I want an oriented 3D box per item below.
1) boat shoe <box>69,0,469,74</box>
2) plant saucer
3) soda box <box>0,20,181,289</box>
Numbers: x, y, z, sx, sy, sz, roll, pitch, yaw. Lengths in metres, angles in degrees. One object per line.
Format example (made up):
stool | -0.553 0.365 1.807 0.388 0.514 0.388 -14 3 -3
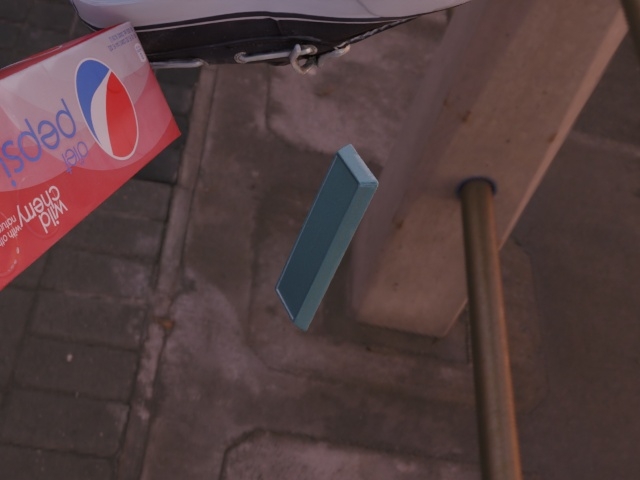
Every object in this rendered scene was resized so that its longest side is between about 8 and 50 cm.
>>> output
boat shoe | -0.024 -0.173 0.636 0.306 0.105 0.113 -8 61 5
plant saucer | 0.000 0.000 0.865 0.018 0.192 0.067 2 39 -31
soda box | -0.175 -0.052 0.510 0.083 0.092 0.263 -16 20 18
